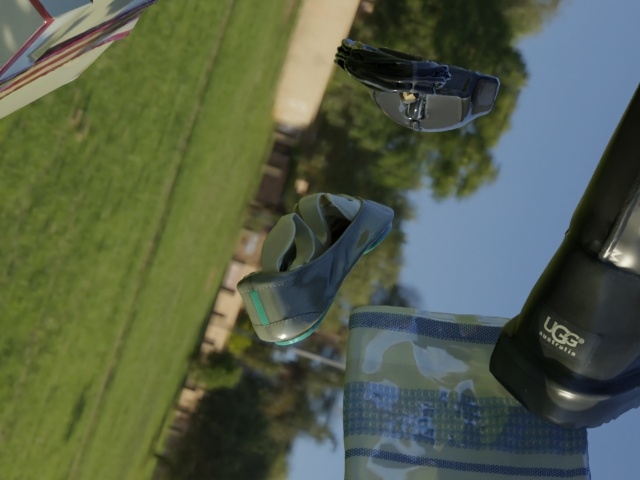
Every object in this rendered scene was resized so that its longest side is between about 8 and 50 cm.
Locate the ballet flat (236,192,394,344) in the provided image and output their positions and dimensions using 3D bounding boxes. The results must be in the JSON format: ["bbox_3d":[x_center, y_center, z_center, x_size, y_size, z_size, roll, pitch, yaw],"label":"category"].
[{"bbox_3d":[0.000,0.000,0.919,0.072,0.068,0.213,-19,-162,29],"label":"ballet flat"}]

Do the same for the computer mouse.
[{"bbox_3d":[0.048,-0.073,0.621,0.242,0.071,0.041,-25,132,-76],"label":"computer mouse"}]

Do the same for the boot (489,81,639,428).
[{"bbox_3d":[0.329,-0.093,0.941,0.367,0.146,0.445,-23,139,-53],"label":"boot"}]

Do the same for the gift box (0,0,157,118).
[{"bbox_3d":[-0.288,-0.231,0.928,0.255,0.276,0.258,-40,-177,38],"label":"gift box"}]

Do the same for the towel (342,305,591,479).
[{"bbox_3d":[0.121,0.173,0.983,0.034,0.209,0.285,102,-7,-49],"label":"towel"}]
